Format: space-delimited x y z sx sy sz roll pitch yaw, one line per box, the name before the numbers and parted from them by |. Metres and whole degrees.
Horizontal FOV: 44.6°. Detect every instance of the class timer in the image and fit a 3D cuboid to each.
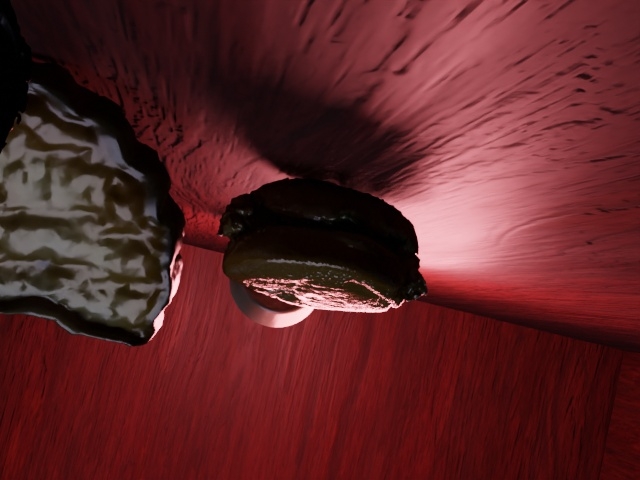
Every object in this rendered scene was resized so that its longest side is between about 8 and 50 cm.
timer | -0.056 0.037 1.354 0.175 0.175 0.266 14 158 -9

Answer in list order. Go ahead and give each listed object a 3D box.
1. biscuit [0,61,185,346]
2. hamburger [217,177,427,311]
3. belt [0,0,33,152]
biscuit | -0.267 -0.013 0.675 0.329 0.078 0.335 -21 129 23
hamburger | 0.000 0.000 0.812 0.189 0.122 0.215 0 163 42
belt | -0.229 -0.083 0.320 0.078 0.151 0.198 9 171 46
